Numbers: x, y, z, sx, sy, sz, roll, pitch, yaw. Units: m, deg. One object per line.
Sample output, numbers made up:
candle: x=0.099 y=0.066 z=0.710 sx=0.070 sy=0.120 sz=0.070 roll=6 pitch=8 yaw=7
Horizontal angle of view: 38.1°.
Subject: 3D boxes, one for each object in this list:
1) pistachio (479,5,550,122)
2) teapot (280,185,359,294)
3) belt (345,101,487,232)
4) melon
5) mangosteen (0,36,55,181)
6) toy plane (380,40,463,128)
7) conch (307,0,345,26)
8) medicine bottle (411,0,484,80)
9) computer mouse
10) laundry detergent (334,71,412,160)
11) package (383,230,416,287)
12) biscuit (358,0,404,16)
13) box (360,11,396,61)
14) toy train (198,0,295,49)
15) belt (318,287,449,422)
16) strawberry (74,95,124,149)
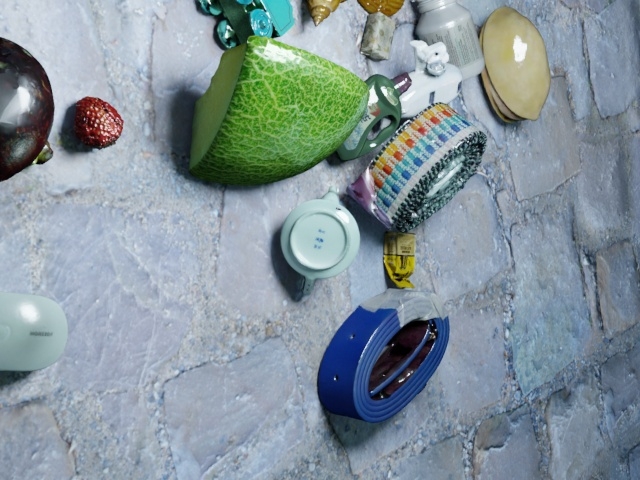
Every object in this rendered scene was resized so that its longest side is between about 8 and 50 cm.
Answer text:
pistachio: x=0.486 y=-0.442 z=2.336 sx=0.182 sy=0.162 sz=0.293 roll=-18 pitch=107 yaw=-25
teapot: x=0.000 y=0.000 z=1.890 sx=0.159 sy=0.159 sz=0.232 roll=13 pitch=93 yaw=-43
belt: x=0.211 y=-0.162 z=2.025 sx=0.295 sy=0.160 sz=0.207 roll=-46 pitch=156 yaw=4
melon: x=-0.057 y=-0.245 z=1.749 sx=0.344 sy=0.226 sz=0.331 roll=4 pitch=127 yaw=-29
mangosteen: x=-0.488 y=-0.172 z=1.376 sx=0.289 sy=0.231 sz=0.231 roll=59 pitch=48 yaw=-59
toy plane: x=0.212 y=-0.335 z=2.072 sx=0.245 sy=0.117 sz=0.244 roll=-26 pitch=138 yaw=-26
conch: x=0.042 y=-0.577 z=1.955 sx=0.109 sy=0.093 sz=0.330 roll=36 pitch=64 yaw=-30
medicine bottle: x=0.294 y=-0.482 z=2.166 sx=0.135 sy=0.135 sz=0.215 roll=-35 pitch=113 yaw=-38
computer mouse: x=-0.501 y=0.139 z=1.442 sx=0.231 sy=0.079 sz=0.127 roll=6 pitch=83 yaw=-40
laundry detergent: x=0.107 y=-0.271 z=1.957 sx=0.222 sy=0.078 sz=0.144 roll=-32 pitch=109 yaw=-5
package: x=0.182 y=0.043 z=2.115 sx=0.071 sy=0.047 sz=0.131 roll=1 pitch=88 yaw=-49
biscuit: x=0.134 y=-0.597 z=2.088 sx=0.188 sy=0.027 sz=0.187 roll=-1 pitch=91 yaw=-43
box: x=0.129 y=-0.453 z=2.070 sx=0.062 sy=0.045 sz=0.098 roll=20 pitch=77 yaw=-41
toy train: x=-0.139 y=-0.458 z=1.776 sx=0.154 sy=0.107 sz=0.198 roll=-51 pitch=123 yaw=-41
belt: x=0.140 y=0.246 z=2.028 sx=0.347 sy=0.117 sz=0.212 roll=-42 pitch=118 yaw=-34
strawberry: x=-0.377 y=-0.199 z=1.564 sx=0.083 sy=0.083 sz=0.096 roll=-32 pitch=82 yaw=-39
